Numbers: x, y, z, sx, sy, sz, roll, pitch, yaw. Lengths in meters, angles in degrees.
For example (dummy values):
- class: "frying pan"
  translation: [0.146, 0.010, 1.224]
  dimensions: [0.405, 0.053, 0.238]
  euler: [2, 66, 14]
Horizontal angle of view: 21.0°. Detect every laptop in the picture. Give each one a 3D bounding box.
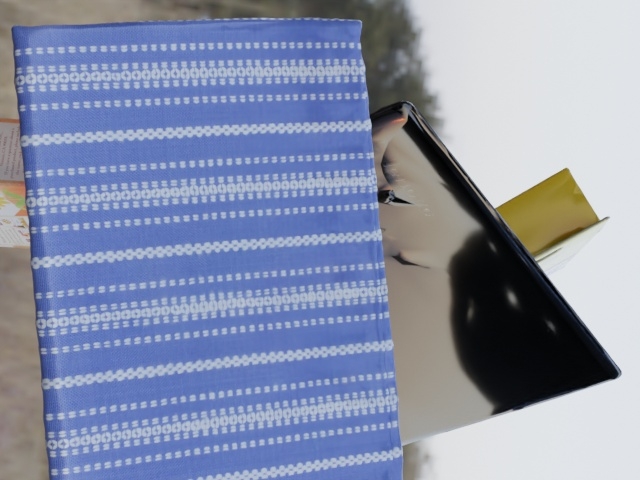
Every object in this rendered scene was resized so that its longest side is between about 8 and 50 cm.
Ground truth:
- class: "laptop"
  translation: [0.000, 0.000, 1.583]
  dimensions: [0.236, 0.382, 0.408]
  euler: [-42, -144, -2]

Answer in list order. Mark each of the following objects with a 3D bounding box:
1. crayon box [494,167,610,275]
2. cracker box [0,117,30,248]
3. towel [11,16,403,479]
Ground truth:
- class: "crayon box"
  translation: [0.196, 0.019, 1.923]
  dimensions: [0.081, 0.202, 0.318]
  euler: [60, -6, 7]
- class: "cracker box"
  translation: [-0.349, -0.054, 1.521]
  dimensions: [0.156, 0.232, 0.067]
  euler: [88, 6, -69]
- class: "towel"
  translation: [-0.067, 0.029, 1.091]
  dimensions: [0.040, 0.243, 0.336]
  euler: [-1, -86, 62]
